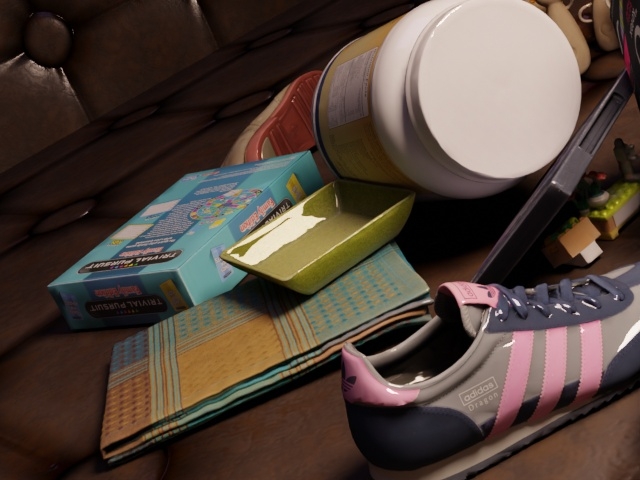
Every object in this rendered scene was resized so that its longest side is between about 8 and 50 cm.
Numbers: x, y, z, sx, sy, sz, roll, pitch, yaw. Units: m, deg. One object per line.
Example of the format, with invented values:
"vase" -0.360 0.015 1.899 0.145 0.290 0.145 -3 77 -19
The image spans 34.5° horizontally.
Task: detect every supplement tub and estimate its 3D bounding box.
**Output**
"supplement tub" 0.139 -0.159 1.218 0.228 0.228 0.316 -30 9 -17

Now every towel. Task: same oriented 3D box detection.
"towel" -0.067 0.102 1.147 0.370 0.040 0.271 -26 19 1

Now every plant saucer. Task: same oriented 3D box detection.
"plant saucer" 0.000 0.000 1.195 0.188 0.045 0.188 -33 21 -20

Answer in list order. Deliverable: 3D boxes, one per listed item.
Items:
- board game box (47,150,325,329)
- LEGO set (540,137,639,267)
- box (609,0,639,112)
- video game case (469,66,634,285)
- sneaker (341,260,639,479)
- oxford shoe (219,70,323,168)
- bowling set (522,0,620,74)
"board game box" -0.181 -0.002 1.464 0.253 0.079 0.336 -7 26 37
"LEGO set" 0.339 -0.083 1.055 0.287 0.107 0.132 -23 20 2
"box" 0.369 -0.167 0.946 0.143 0.165 0.270 -11 60 7
"video game case" 0.233 -0.051 1.047 0.274 0.026 0.196 -48 -8 -47
"sneaker" 0.162 0.075 0.825 0.319 0.131 0.112 -29 21 -14
"oxford shoe" -0.072 -0.188 1.750 0.130 0.123 0.348 -17 20 34
"bowling set" 0.379 -0.350 1.602 0.287 0.154 0.200 -15 22 20
